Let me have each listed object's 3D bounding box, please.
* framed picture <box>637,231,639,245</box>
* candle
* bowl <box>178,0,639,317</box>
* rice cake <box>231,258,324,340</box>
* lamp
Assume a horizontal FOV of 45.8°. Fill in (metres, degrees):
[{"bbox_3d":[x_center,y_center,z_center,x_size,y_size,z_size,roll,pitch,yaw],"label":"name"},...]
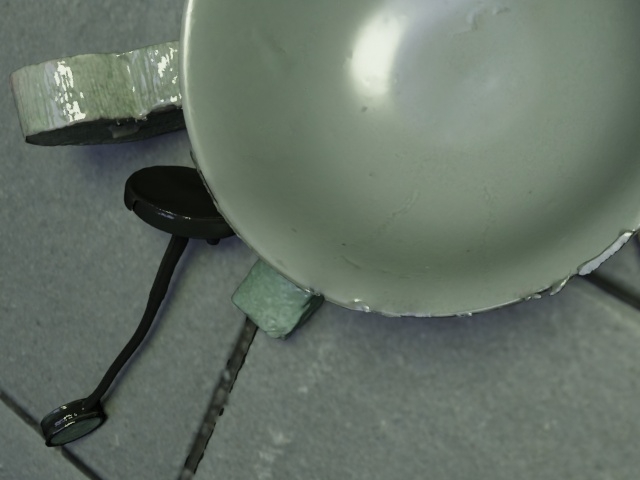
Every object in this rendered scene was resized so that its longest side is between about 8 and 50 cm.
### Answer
[{"bbox_3d":[0.295,-0.089,0.498,0.208,0.019,0.281,-18,89,30],"label":"framed picture"},{"bbox_3d":[-0.170,-0.126,0.679,0.168,0.192,0.068,178,80,-73],"label":"candle"},{"bbox_3d":[0.085,-0.123,0.515,0.345,0.157,0.346,0,89,25],"label":"bowl"},{"bbox_3d":[0.000,0.000,0.649,0.069,0.063,0.206,44,116,13],"label":"rice cake"},{"bbox_3d":[-0.197,0.066,0.767,0.109,0.130,0.371,54,131,22],"label":"lamp"}]
